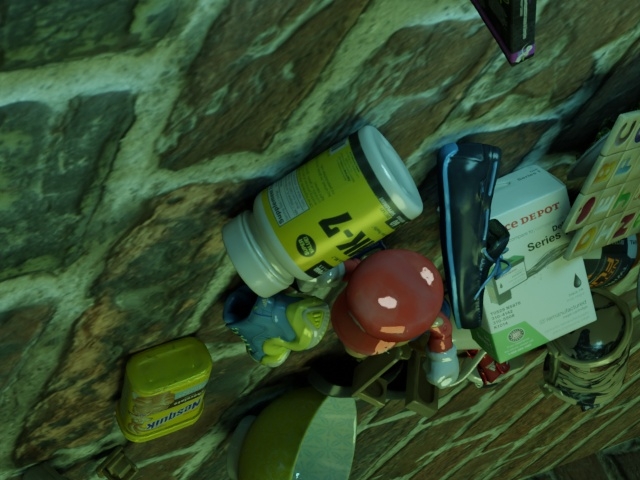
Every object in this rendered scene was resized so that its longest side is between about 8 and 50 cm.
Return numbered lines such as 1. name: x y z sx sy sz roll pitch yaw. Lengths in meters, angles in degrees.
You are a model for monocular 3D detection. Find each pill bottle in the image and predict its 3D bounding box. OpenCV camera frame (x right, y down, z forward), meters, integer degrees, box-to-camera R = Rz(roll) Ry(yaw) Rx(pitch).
1. pill bottle: 0.392 0.009 2.070 0.245 0.130 0.130 0 147 -50
2. pill bottle: 0.000 -0.029 1.552 0.208 0.119 0.119 -32 158 15

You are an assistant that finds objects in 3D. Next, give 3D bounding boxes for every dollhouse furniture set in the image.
1. dollhouse furniture set: -0.373 0.351 2.098 0.161 0.101 0.182 -46 164 -19
2. dollhouse furniture set: 0.151 0.195 2.213 0.151 0.144 0.123 27 133 -19

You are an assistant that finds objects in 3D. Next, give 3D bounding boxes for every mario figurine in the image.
1. mario figurine: 0.075 0.102 1.744 0.198 0.170 0.320 1 175 11

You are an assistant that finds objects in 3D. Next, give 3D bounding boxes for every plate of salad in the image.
1. plate of salad: 0.408 -0.147 1.841 0.200 0.048 0.200 -32 166 -9

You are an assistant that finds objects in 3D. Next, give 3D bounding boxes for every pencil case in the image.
1. pencil case: 0.503 0.210 2.625 0.183 0.160 0.410 -40 160 -4

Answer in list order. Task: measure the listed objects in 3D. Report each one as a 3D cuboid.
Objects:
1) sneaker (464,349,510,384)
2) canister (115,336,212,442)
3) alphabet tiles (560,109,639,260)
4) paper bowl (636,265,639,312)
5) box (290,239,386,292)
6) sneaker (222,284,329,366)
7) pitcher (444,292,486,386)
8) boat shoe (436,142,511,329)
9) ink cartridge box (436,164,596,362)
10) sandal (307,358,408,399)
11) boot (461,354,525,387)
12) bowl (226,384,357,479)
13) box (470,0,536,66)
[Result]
1. sneaker: 0.268 0.169 2.302 0.087 0.128 0.221 -33 158 18
2. canister: -0.219 0.208 1.920 0.126 0.073 0.170 -18 156 -21
3. alphabet tiles: 0.437 -0.110 1.813 0.342 0.011 0.285 -16 137 -50
4. paper bowl: 0.579 -0.004 2.018 0.148 0.284 0.284 16 153 1
5. box: 0.000 0.000 1.731 0.136 0.036 0.225 -27 159 4
6. sneaker: -0.081 0.103 1.848 0.126 0.091 0.240 24 157 -16
7. pitcher: 0.251 0.137 2.178 0.207 0.125 0.178 -22 126 -2
8. boat shoe: 0.198 0.002 1.715 0.089 0.109 0.258 -7 125 -1
9. ink cartridge box: 0.268 0.031 1.866 0.160 0.092 0.219 -24 117 -9
10. sandal: 0.088 0.219 2.277 0.254 0.097 0.054 0 122 -50
11. boot: 0.315 0.259 2.645 0.190 0.069 0.086 -3 146 -49
12. bowl: -0.063 0.367 2.306 0.156 0.289 0.289 12 170 22
13. box: 0.156 -0.242 1.237 0.029 0.116 0.162 -27 159 -2
